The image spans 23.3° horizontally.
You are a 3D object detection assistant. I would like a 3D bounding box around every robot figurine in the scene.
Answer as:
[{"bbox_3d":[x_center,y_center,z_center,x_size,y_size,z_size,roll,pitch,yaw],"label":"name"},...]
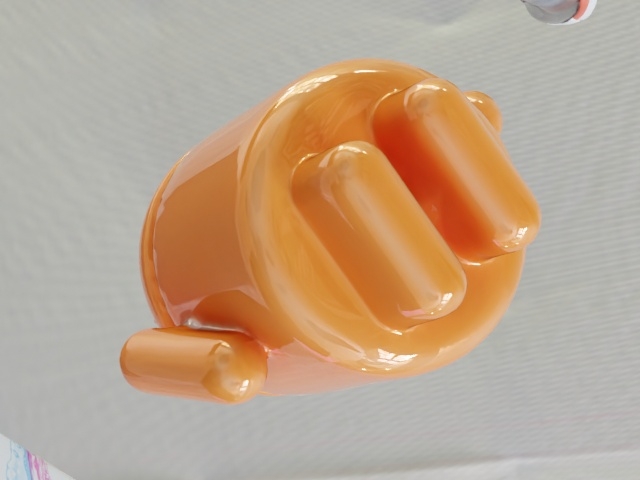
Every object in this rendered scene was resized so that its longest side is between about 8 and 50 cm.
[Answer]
[{"bbox_3d":[-0.002,0.001,0.644,0.219,0.128,0.158,-21,-125,64],"label":"robot figurine"}]

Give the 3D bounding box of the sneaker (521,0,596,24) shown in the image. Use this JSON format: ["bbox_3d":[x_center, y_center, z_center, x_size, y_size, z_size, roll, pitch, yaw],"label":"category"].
[{"bbox_3d":[0.103,-0.146,0.773,0.065,0.158,0.061,-16,-104,0],"label":"sneaker"}]

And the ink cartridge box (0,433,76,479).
[{"bbox_3d":[-0.153,0.144,0.573,0.154,0.212,0.093,-27,-138,28],"label":"ink cartridge box"}]
